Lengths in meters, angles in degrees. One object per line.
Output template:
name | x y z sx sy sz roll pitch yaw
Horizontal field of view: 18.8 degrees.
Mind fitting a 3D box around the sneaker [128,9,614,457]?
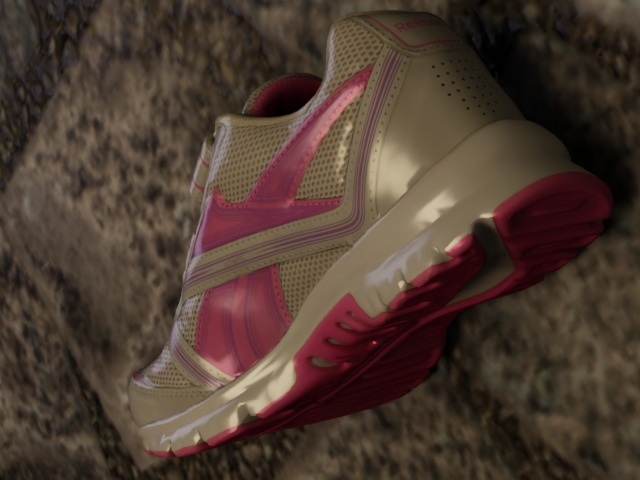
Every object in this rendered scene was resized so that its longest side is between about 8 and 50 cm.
sneaker | 0.000 0.000 0.729 0.252 0.103 0.111 -41 67 44
